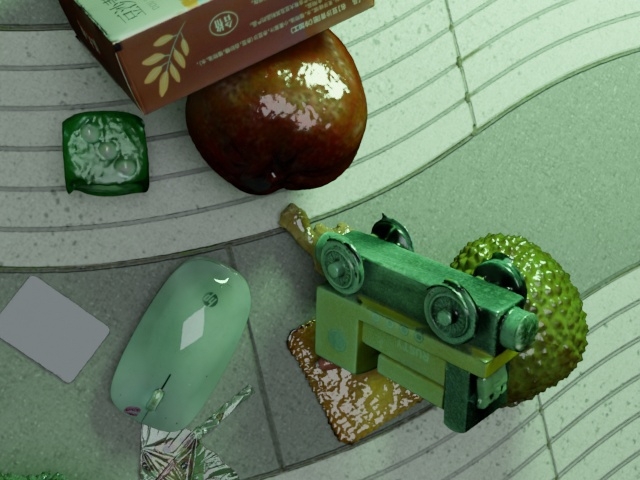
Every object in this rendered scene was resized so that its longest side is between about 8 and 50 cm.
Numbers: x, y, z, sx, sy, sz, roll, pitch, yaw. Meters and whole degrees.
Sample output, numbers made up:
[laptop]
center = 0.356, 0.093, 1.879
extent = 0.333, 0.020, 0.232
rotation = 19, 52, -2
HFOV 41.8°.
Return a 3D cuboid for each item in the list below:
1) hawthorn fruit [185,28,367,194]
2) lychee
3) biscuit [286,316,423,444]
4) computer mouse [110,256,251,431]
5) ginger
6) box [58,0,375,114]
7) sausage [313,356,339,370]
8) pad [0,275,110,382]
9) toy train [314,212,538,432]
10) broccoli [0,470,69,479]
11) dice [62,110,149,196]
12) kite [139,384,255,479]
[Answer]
[hawthorn fruit]
center = -0.059, -0.213, 1.336
extent = 0.295, 0.295, 0.311
rotation = 38, 56, -11
[lychee]
center = 0.317, 0.142, 1.418
extent = 0.270, 0.270, 0.320
rotation = -40, 103, -13
[biscuit]
center = 0.086, 0.211, 1.482
extent = 0.237, 0.013, 0.232
rotation = -29, 95, -15
[computer mouse]
center = -0.219, 0.166, 1.356
extent = 0.159, 0.097, 0.288
rotation = 30, 78, -13
[ginger]
center = 0.007, -0.005, 1.439
extent = 0.096, 0.067, 0.165
rotation = -39, 99, 10
[box]
center = -0.172, -0.382, 1.265
extent = 0.385, 0.344, 0.122
rotation = -29, 132, -14
[sausage]
center = 0.094, 0.194, 1.462
extent = 0.223, 0.029, 0.029
rotation = -10, 91, -16
[pad]
center = -0.434, 0.143, 1.350
extent = 0.157, 0.003, 0.112
rotation = 38, 79, -11
[toy train]
center = 0.148, 0.120, 1.292
extent = 0.160, 0.397, 0.253
rotation = -23, 124, -41
[broccoli]
center = -0.424, 0.522, 1.229
extent = 0.353, 0.275, 0.397
rotation = -29, 89, 30
[dice]
center = -0.338, -0.134, 1.320
extent = 0.128, 0.131, 0.120
rotation = -4, 87, -14
[kite]
center = -0.210, 0.328, 1.401
extent = 0.250, 0.012, 0.229
rotation = -43, 100, -14
